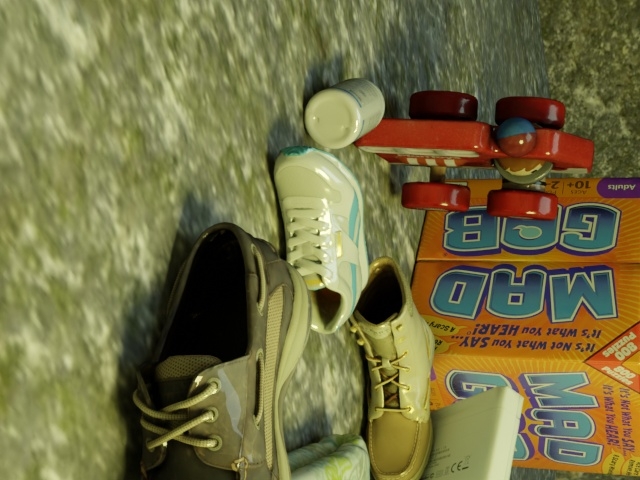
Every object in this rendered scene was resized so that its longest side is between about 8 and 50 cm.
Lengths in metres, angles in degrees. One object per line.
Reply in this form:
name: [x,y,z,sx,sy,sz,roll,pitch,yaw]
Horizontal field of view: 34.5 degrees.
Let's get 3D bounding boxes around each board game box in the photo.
board game box: [0.365,0.142,1.723,0.356,0.356,0.356,67,31,-47]

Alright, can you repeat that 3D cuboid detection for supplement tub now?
supplement tub: [0.029,-0.151,1.215,0.107,0.071,0.071,-38,126,-65]

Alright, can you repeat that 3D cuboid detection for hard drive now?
hard drive: [0.140,0.372,1.322,0.047,0.233,0.353,35,51,-19]

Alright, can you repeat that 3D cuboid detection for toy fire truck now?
toy fire truck: [0.214,-0.122,1.399,0.254,0.302,0.169,4,91,-74]

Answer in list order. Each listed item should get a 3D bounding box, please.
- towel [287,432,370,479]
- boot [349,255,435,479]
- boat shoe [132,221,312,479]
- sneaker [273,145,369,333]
towel: [-0.022,0.387,1.071,0.374,0.090,0.320,6,86,-70]
boot: [0.092,0.174,1.359,0.203,0.095,0.262,65,31,-51]
boat shoe: [-0.099,0.139,0.830,0.130,0.132,0.355,54,31,-44]
sneaker: [0.000,0.000,1.120,0.092,0.087,0.229,-65,147,-45]
